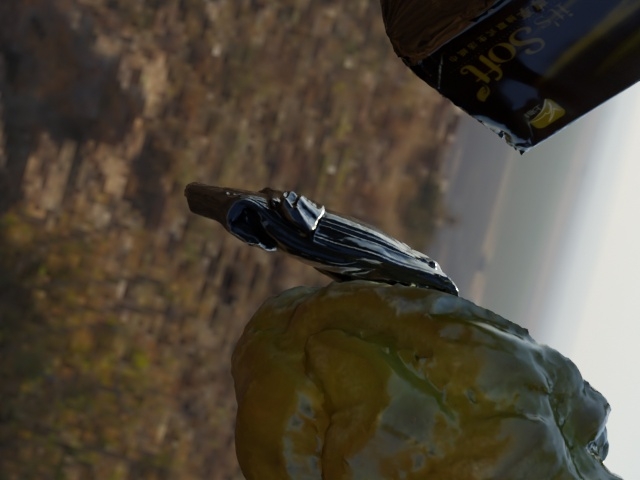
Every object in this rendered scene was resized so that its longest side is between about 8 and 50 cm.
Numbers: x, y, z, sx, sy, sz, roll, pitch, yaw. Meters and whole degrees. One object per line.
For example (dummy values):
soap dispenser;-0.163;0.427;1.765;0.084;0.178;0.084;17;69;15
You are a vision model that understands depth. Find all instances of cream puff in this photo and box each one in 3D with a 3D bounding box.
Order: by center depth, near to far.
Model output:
cream puff;0.076;0.213;1.491;0.275;0.378;0.378;-62;168;-18

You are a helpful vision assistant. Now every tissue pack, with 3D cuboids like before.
tissue pack;0.238;-0.267;1.486;0.370;0.198;0.210;-32;-137;31

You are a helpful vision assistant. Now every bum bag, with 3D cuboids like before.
bum bag;0.000;0.000;1.584;0.060;0.248;0.123;-65;-154;3
